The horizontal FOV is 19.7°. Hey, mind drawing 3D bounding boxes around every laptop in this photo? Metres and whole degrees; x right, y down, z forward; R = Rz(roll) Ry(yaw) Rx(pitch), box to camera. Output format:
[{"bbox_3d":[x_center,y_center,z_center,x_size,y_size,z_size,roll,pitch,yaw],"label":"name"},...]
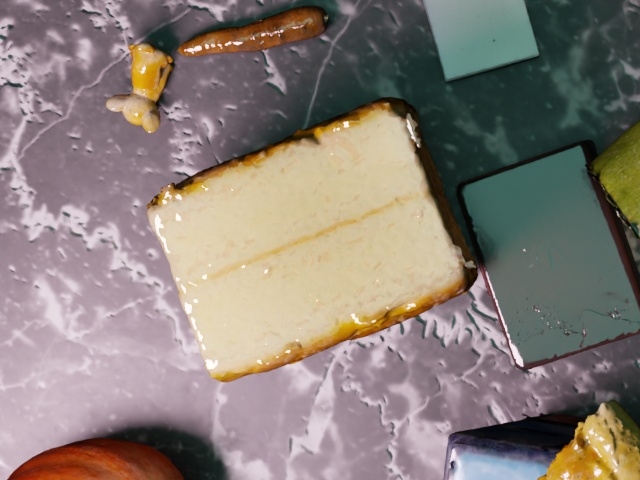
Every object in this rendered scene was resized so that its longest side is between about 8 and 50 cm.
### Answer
[{"bbox_3d":[0.241,0.016,1.902,0.154,0.026,0.207,-19,88,8],"label":"laptop"}]

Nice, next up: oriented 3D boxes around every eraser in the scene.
[{"bbox_3d":[0.160,-0.249,1.904,0.104,0.023,0.150,-15,90,6],"label":"eraser"}]

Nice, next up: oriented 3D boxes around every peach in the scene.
[{"bbox_3d":[-0.248,0.314,1.870,0.256,0.232,0.232,-3,91,39],"label":"peach"}]

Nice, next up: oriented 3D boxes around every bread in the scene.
[{"bbox_3d":[0.000,0.000,1.800,0.279,0.279,0.207,-24,90,3],"label":"bread"}]

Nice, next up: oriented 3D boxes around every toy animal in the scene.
[{"bbox_3d":[-0.186,-0.159,1.921,0.060,0.081,0.083,19,73,3],"label":"toy animal"}]

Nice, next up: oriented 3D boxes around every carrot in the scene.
[{"bbox_3d":[-0.070,-0.214,1.925,0.165,0.035,0.036,-13,90,8],"label":"carrot"}]

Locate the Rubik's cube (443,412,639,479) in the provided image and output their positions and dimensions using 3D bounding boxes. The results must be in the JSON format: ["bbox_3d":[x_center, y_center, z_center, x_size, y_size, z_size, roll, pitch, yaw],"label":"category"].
[{"bbox_3d":[0.300,0.359,1.702,0.363,0.362,0.359,5,91,22],"label":"Rubik's cube"}]

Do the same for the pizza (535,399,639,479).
[{"bbox_3d":[0.240,0.309,1.502,0.258,0.087,0.268,42,100,17],"label":"pizza"}]

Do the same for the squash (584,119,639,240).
[{"bbox_3d":[0.411,-0.077,1.799,0.260,0.189,0.189,-34,88,8],"label":"squash"}]
